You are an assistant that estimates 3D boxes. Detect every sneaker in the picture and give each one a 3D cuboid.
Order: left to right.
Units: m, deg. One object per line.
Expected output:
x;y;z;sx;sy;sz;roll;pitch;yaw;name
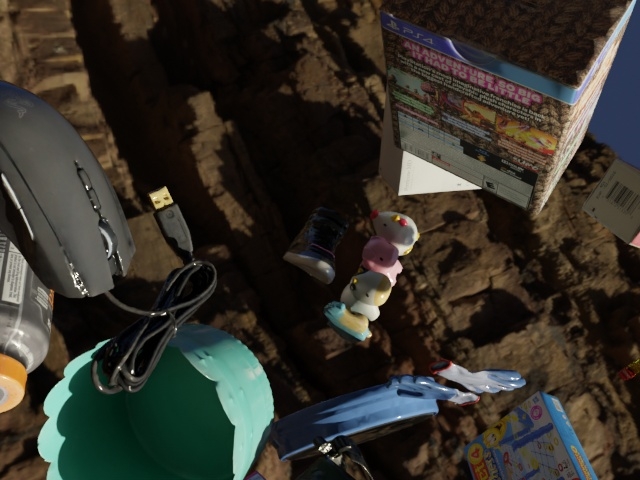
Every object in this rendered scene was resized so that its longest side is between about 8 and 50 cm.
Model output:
0.000;0.000;1.324;0.104;0.147;0.296;32;-2;-8;sneaker

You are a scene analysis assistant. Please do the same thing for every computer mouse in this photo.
-0.167;-0.031;0.499;0.060;0.184;0.262;-25;-77;25;computer mouse

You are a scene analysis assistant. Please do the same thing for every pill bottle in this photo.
-0.382;0.075;0.746;0.130;0.130;0.246;117;-31;-41;pill bottle

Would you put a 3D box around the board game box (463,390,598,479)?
0.550;0.613;1.684;0.302;0.086;0.308;-49;-149;28;board game box

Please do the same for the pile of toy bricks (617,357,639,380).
0.596;0.228;1.102;0.118;0.212;0.105;57;-46;20;pile of toy bricks

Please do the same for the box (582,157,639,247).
0.682;-0.055;1.294;0.127;0.232;0.149;-63;-148;22;box

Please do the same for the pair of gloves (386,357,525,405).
0.199;0.215;0.964;0.198;0.159;0.023;-36;-139;52;pair of gloves

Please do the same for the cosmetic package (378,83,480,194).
0.264;-0.236;1.438;0.138;0.224;0.224;-116;-156;-57;cosmetic package

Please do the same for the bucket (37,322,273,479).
-0.203;0.244;0.846;0.280;0.183;0.282;1;-87;14;bucket

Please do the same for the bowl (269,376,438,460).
0.077;0.400;1.410;0.391;0.390;0.077;-43;-123;49;bowl

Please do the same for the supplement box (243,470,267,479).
-0.136;0.680;1.558;0.220;0.113;0.111;17;-54;57;supplement box

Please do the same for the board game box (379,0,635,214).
0.216;-0.196;0.795;0.232;0.141;0.291;30;-15;20;board game box

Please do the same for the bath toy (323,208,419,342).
0.121;0.058;1.441;0.129;0.348;0.151;43;-37;-17;bath toy

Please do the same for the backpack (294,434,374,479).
0.050;0.462;0.894;0.276;0.213;0.263;44;-16;37;backpack
